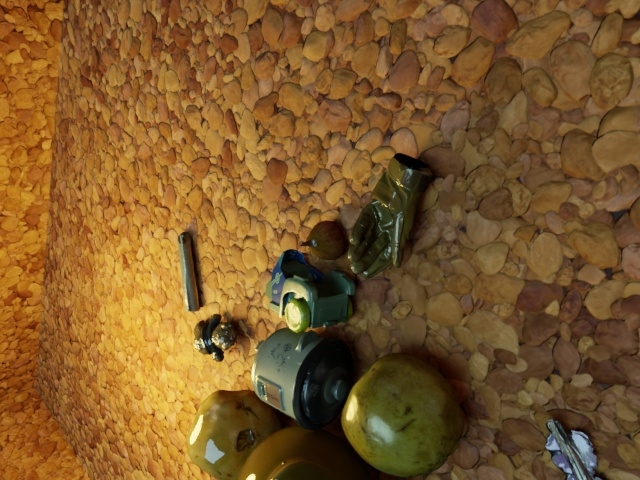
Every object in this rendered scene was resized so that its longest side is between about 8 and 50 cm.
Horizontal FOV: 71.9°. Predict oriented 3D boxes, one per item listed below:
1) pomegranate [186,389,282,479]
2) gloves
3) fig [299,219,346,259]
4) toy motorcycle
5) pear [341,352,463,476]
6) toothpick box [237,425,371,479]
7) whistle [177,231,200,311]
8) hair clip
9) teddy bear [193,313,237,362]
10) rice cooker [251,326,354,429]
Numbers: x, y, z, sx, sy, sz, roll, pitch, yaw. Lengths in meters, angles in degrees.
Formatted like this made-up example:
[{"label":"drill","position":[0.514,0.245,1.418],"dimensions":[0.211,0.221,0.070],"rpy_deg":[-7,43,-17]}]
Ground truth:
[{"label":"pomegranate","position":[-0.302,0.685,1.548],"dimensions":[0.332,0.332,0.333],"rpy_deg":[9,105,37]},{"label":"gloves","position":[0.175,-0.054,1.134],"dimensions":[0.154,0.141,0.332],"rpy_deg":[23,105,5]},{"label":"fig","position":[0.008,-0.009,1.282],"dimensions":[0.118,0.153,0.119],"rpy_deg":[-11,65,25]},{"label":"toy motorcycle","position":[-0.061,0.139,1.349],"dimensions":[0.326,0.191,0.200],"rpy_deg":[19,108,49]},{"label":"pear","position":[0.211,0.445,1.124],"dimensions":[0.303,0.303,0.305],"rpy_deg":[9,105,37]},{"label":"toothpick box","position":[-0.048,0.743,1.229],"dimensions":[0.409,0.408,0.425],"rpy_deg":[63,164,10]},{"label":"whistle","position":[-0.535,0.126,1.786],"dimensions":[0.068,0.057,0.327],"rpy_deg":[-146,51,-79]},{"label":"hair clip","position":[0.581,0.534,0.976],"dimensions":[0.106,0.084,0.293],"rpy_deg":[-35,72,43]},{"label":"teddy bear","position":[-0.423,0.385,1.707],"dimensions":[0.251,0.129,0.182],"rpy_deg":[-21,88,40]},{"label":"rice cooker","position":[-0.044,0.408,1.328],"dimensions":[0.316,0.264,0.317],"rpy_deg":[15,114,39]}]
